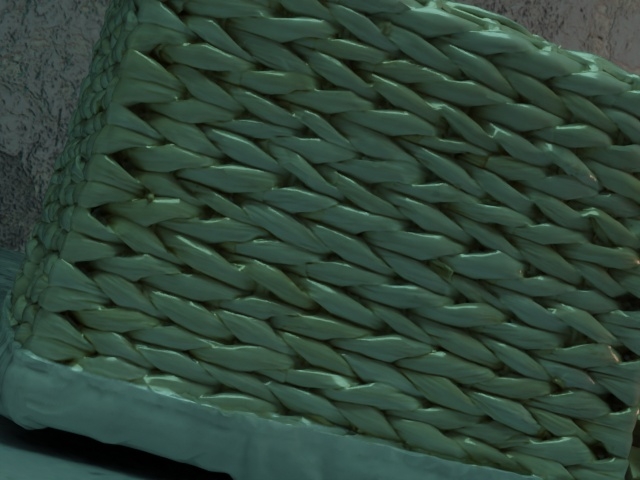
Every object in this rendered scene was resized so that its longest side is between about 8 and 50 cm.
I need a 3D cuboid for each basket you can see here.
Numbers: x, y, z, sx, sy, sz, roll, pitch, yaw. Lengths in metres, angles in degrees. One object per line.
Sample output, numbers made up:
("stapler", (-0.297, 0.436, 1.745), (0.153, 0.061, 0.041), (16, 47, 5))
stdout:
("basket", (0.000, 0.000, 0.746), (0.331, 0.266, 0.328), (18, -2, -15))

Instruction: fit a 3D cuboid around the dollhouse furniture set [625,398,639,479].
("dollhouse furniture set", (0.281, 0.116, 0.742), (0.161, 0.212, 0.242), (15, 26, -3))
